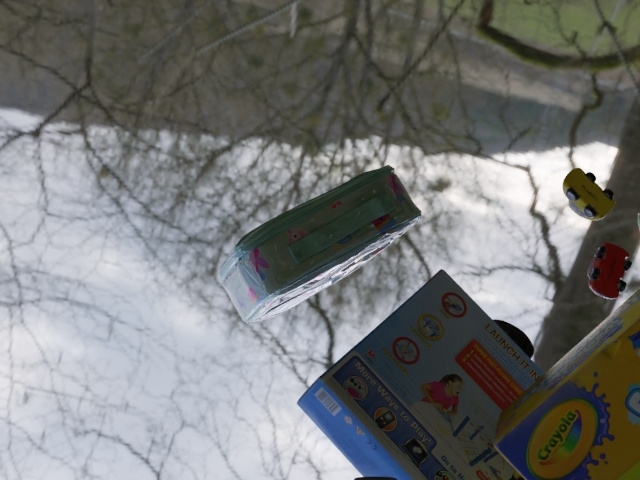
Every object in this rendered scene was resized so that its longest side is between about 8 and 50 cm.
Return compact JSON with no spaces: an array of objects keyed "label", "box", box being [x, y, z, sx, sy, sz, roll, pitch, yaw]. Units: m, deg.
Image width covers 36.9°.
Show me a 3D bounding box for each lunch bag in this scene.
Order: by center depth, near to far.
[{"label":"lunch bag","box":[0.000,0.000,1.349,0.279,0.224,0.107,-30,-98,-20]}]

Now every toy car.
[{"label":"toy car","box":[0.539,-0.017,1.671,0.225,0.239,0.053,-7,162,-14]}]

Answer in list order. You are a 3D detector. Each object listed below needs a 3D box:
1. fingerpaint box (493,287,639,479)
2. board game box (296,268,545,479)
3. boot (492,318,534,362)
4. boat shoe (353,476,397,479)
[{"label":"fingerpaint box","box":[0.498,0.217,1.153,0.371,0.445,0.163,45,-167,7]},{"label":"board game box","box":[0.177,0.238,1.342,0.308,0.086,0.302,47,-131,8]},{"label":"boot","box":[0.416,0.323,1.892,0.367,0.445,0.146,5,-133,23]},{"label":"boat shoe","box":[0.055,0.313,1.091,0.075,0.064,0.206,0,175,11]}]
